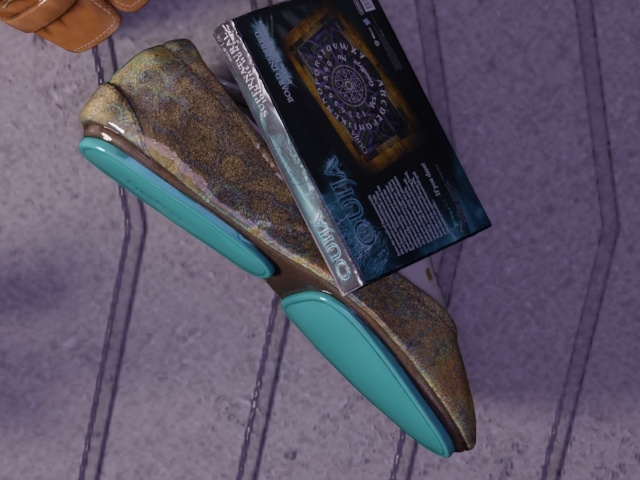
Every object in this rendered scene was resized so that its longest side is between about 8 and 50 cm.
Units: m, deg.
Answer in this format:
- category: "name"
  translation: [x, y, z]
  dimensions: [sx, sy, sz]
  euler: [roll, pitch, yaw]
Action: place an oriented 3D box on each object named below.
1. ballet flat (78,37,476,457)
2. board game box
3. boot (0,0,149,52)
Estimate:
- category: "ballet flat"
  translation: [0.000, 0.000, 1.038]
  dimensions: [0.348, 0.123, 0.123]
  euler: [41, 93, -13]
- category: "board game box"
  translation: [0.022, -0.070, 1.006]
  dimensions: [0.126, 0.026, 0.186]
  euler: [-23, 85, -40]
- category: "boot"
  translation: [-0.236, -0.182, 0.975]
  dimensions: [0.283, 0.109, 0.220]
  euler: [-32, 139, 27]
